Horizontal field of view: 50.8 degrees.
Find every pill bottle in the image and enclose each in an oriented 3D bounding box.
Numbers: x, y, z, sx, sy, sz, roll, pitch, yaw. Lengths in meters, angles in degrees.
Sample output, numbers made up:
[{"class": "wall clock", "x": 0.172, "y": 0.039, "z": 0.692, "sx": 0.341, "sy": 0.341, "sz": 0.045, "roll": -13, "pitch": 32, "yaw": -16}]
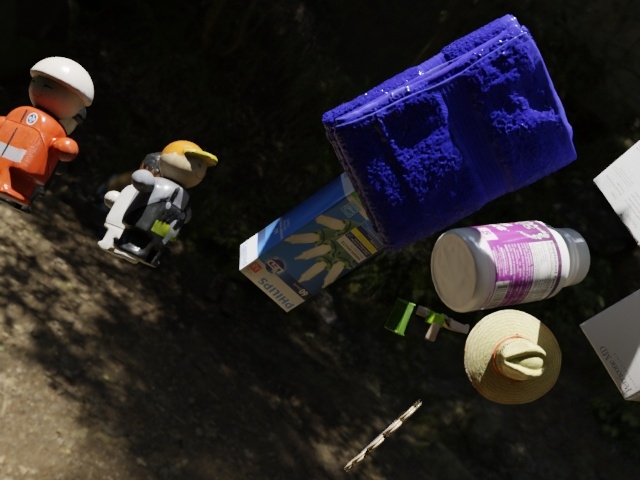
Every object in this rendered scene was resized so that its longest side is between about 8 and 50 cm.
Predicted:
[{"class": "pill bottle", "x": 0.392, "y": 0.046, "z": 1.373, "sx": 0.301, "sy": 0.169, "sz": 0.169, "roll": -5, "pitch": 31, "yaw": -25}]

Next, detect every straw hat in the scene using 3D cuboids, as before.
[{"class": "straw hat", "x": 0.278, "y": 0.165, "z": 0.935, "sx": 0.144, "sy": 0.144, "sz": 0.061, "roll": 38, "pitch": -5, "yaw": -3}]

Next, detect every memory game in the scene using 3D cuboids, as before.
[{"class": "memory game", "x": 0.111, "y": 0.346, "z": 1.194, "sx": 0.012, "sy": 0.186, "sz": 0.186, "roll": 48, "pitch": 11, "yaw": 13}]

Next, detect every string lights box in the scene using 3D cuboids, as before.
[{"class": "string lights box", "x": 0.000, "y": 0.000, "z": 1.164, "sx": 0.133, "sy": 0.259, "sz": 0.077, "roll": 45, "pitch": 20, "yaw": -31}]

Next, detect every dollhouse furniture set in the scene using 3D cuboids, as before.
[{"class": "dollhouse furniture set", "x": 0.188, "y": 0.151, "z": 1.190, "sx": 0.151, "sy": 0.058, "sz": 0.076, "roll": 22, "pitch": 0, "yaw": -38}]

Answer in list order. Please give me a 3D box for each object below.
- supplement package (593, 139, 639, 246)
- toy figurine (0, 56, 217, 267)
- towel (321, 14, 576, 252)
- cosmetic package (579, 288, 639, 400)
[{"class": "supplement package", "x": 0.496, "y": -0.011, "z": 0.843, "sx": 0.204, "sy": 0.145, "sz": 0.262, "roll": 38, "pitch": 26, "yaw": -14}, {"class": "toy figurine", "x": -0.233, "y": -0.077, "z": 0.711, "sx": 0.209, "sy": 0.148, "sz": 0.213, "roll": 28, "pitch": -12, "yaw": -19}, {"class": "towel", "x": 0.180, "y": -0.144, "z": 0.932, "sx": 0.228, "sy": 0.308, "sz": 0.076, "roll": 62, "pitch": 4, "yaw": -6}, {"class": "cosmetic package", "x": 0.775, "y": 0.174, "z": 1.426, "sx": 0.155, "sy": 0.365, "sz": 0.197, "roll": 18, "pitch": 40, "yaw": -50}]
